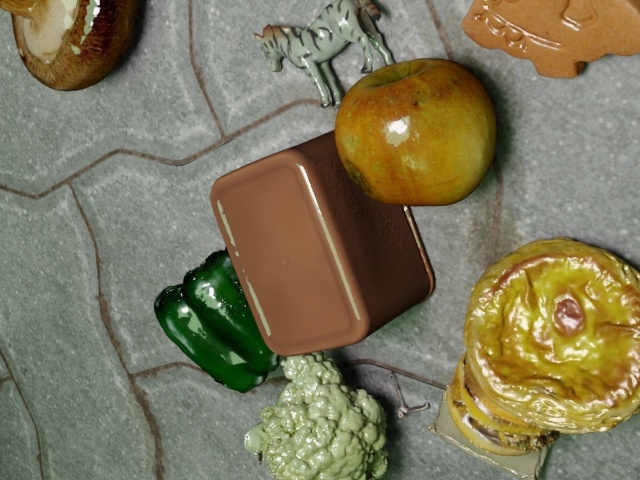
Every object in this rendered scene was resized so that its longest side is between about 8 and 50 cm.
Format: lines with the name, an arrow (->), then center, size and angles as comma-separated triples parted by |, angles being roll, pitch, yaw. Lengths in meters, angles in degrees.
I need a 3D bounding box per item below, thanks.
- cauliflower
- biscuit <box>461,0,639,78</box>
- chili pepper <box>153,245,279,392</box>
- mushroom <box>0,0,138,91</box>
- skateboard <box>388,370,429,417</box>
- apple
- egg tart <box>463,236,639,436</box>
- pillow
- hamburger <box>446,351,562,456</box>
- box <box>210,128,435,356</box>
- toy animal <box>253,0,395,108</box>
cauliflower -> 0.002, 0.348, 1.339 | 0.281, 0.260, 0.327 | -163, 61, -72
biscuit -> 0.291, -0.350, 0.950 | 0.283, 0.043, 0.306 | 15, 140, 42
chili pepper -> -0.163, 0.145, 1.388 | 0.257, 0.233, 0.248 | 49, 130, 2
mushroom -> -0.483, -0.471, 1.404 | 0.345, 0.239, 0.345 | 22, 138, 21
skateboard -> 0.159, 0.281, 1.344 | 0.063, 0.032, 0.083 | -21, 96, 26
apple -> 0.144, -0.154, 1.083 | 0.236, 0.237, 0.208 | 2, 122, 33
egg tart -> 0.359, 0.140, 1.076 | 0.294, 0.116, 0.295 | -7, 74, 26
pillow -> 0.292, 0.329, 1.255 | 0.208, 0.053, 0.119 | 23, 114, 25
hamburger -> 0.298, 0.256, 1.156 | 0.190, 0.182, 0.118 | 26, 135, 15
box -> 0.000, 0.000, 1.225 | 0.239, 0.229, 0.340 | -17, 96, 37
toy animal -> 0.001, -0.303, 1.210 | 0.255, 0.089, 0.170 | -10, 97, 32
